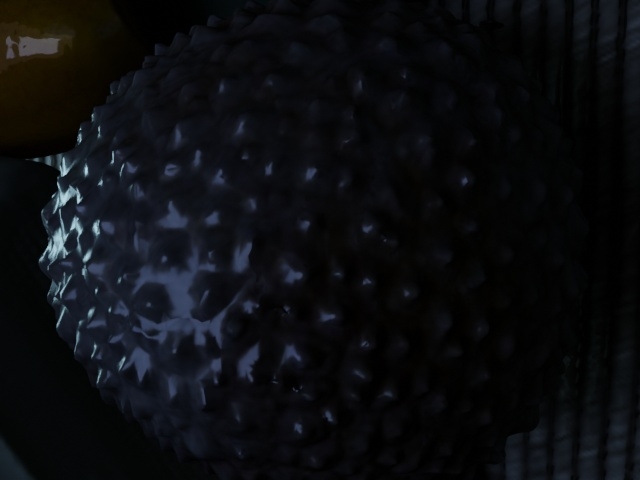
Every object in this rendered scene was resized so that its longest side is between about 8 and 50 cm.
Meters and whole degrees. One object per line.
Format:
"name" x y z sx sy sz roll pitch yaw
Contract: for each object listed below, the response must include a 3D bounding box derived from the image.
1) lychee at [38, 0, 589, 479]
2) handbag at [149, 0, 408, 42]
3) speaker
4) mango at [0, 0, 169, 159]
"lychee" -0.004 0.002 0.819 0.300 0.300 0.300 18 114 48
"handbag" -0.040 -0.217 0.974 0.260 0.079 0.247 62 142 23
"speaker" -0.187 0.128 1.071 0.184 0.183 0.406 3 132 47
"mango" -0.199 -0.142 1.098 0.199 0.201 0.350 -59 22 2
